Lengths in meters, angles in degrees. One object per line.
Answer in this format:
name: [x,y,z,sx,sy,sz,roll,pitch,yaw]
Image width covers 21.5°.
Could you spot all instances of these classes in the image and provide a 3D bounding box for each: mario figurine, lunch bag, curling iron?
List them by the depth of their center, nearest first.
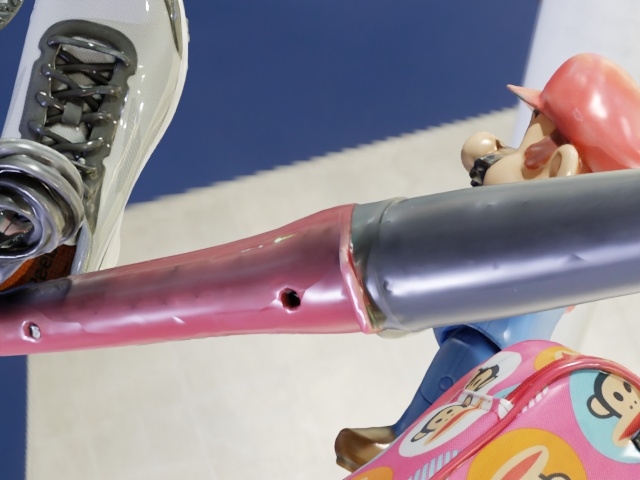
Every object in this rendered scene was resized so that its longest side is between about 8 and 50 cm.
curling iron: [0.000,0.000,0.366,0.274,0.068,0.035,-1,-129,30]
lunch bag: [0.096,0.224,0.875,0.293,0.120,0.258,-39,-78,-10]
mario figurine: [0.108,0.017,1.119,0.170,0.198,0.320,29,-94,-8]

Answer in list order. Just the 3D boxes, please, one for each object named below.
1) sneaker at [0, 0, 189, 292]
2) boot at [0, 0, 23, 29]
sneaker: [-0.145,-0.057,1.009,0.100,0.108,0.271,15,-81,-3]
boot: [-0.187,-0.137,0.908,0.045,0.099,0.121,19,-123,-19]
